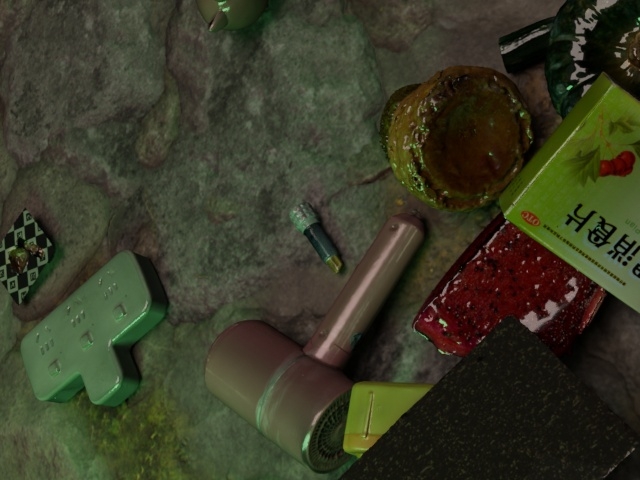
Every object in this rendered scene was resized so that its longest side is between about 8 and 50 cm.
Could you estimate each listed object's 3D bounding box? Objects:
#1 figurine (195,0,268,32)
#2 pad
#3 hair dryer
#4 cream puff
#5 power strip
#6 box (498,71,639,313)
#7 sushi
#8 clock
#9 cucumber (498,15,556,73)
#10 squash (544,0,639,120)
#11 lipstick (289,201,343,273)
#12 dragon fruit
[{"bbox_3d":[-0.135,-0.378,1.667,0.125,0.125,0.138,-44,26,16],"label":"figurine"},{"bbox_3d":[0.146,0.252,1.155,0.330,0.004,0.220,-44,46,3],"label":"pad"},{"bbox_3d":[0.018,0.101,1.440,0.210,0.125,0.352,30,84,38],"label":"hair dryer"},{"bbox_3d":[0.153,-0.139,1.393,0.183,0.183,0.169,-61,28,4],"label":"cream puff"},{"bbox_3d":[-0.339,0.159,1.688,0.265,0.059,0.194,-40,57,18],"label":"power strip"},{"bbox_3d":[0.342,-0.029,1.157,0.175,0.260,0.062,-52,12,19],"label":"box"},{"bbox_3d":[-0.492,0.029,1.856,0.126,0.026,0.120,-53,57,15],"label":"sushi"},{"bbox_3d":[0.141,0.222,1.284,0.202,0.143,0.096,-4,67,34],"label":"clock"},{"bbox_3d":[0.273,-0.253,1.396,0.105,0.048,0.048,-23,64,25],"label":"cucumber"},{"bbox_3d":[0.375,-0.199,1.233,0.252,0.165,0.252,-9,73,32],"label":"squash"},{"bbox_3d":[0.000,0.000,1.519,0.037,0.037,0.116,-44,62,16],"label":"lipstick"},{"bbox_3d":[0.234,0.032,1.283,0.262,0.163,0.189,-50,26,8],"label":"dragon fruit"}]
